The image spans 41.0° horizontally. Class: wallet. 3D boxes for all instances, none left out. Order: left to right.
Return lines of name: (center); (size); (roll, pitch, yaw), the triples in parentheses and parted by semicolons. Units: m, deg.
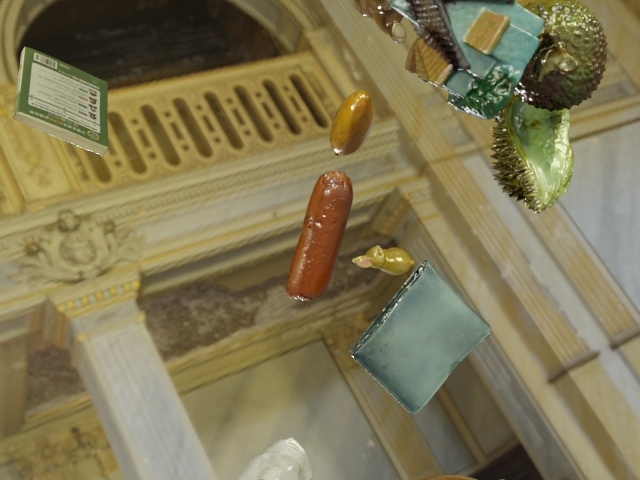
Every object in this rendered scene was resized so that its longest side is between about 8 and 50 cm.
wallet: (0.235, 0.228, 1.981); (0.290, 0.251, 0.054); (-50, 22, -11)

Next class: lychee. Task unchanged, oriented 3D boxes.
lychee: (0.539, -0.436, 2.006); (0.270, 0.270, 0.320); (-28, -11, -5)

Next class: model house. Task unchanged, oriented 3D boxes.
model house: (0.257, -0.400, 1.690); (0.230, 0.248, 0.280); (-62, 13, 8)

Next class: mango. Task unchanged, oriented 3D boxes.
mango: (0.089, -0.328, 2.347); (0.147, 0.109, 0.227); (-49, -11, -36)

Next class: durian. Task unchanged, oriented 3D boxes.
durian: (0.529, -0.232, 2.157); (0.198, 0.394, 0.163); (0, -32, 1)

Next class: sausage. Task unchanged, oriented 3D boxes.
sausage: (0.000, 0.000, 1.916); (0.102, 0.102, 0.330); (-11, -53, -42)

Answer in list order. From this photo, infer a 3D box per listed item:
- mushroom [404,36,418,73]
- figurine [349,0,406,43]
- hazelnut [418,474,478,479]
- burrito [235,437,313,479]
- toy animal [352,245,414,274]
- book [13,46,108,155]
mushroom: (0.306, -0.574, 2.424); (0.210, 0.072, 0.094); (-65, -14, 0)
figurine: (0.181, -0.664, 2.245); (0.173, 0.247, 0.177); (-33, -44, -12)
hazelnut: (0.282, 0.710, 1.852); (0.359, 0.409, 0.359); (0, -41, 0)
burrito: (-0.149, 0.427, 1.072); (0.445, 0.101, 0.139); (-42, -30, -47)
toy animal: (0.152, 0.049, 2.154); (0.159, 0.070, 0.083); (7, 0, -36)
book: (-0.559, -0.307, 1.865); (0.202, 0.264, 0.027); (23, -57, -31)
